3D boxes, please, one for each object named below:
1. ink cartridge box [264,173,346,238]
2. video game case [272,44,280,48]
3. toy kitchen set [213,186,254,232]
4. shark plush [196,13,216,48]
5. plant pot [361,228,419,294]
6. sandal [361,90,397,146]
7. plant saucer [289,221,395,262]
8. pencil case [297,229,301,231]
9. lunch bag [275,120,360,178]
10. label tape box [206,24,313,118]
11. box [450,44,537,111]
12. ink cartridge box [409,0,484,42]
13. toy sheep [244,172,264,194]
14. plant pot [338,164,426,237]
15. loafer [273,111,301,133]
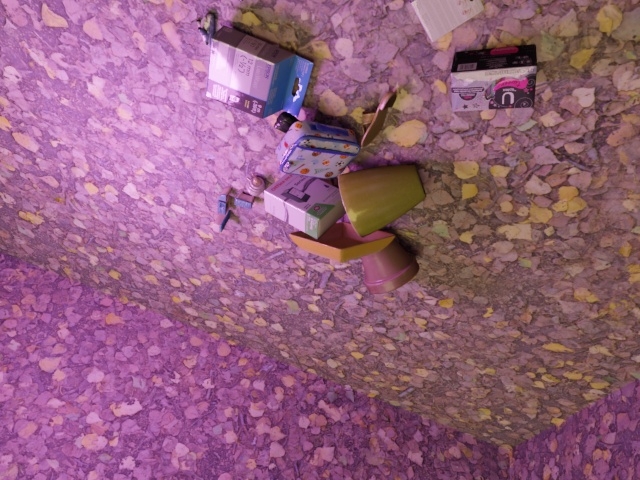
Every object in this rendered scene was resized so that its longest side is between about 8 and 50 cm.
[{"bbox_3d":[-0.063,-0.161,2.087,0.289,0.211,0.121,28,141,23],"label":"ink cartridge box"},{"bbox_3d":[-0.203,-0.643,1.842,0.143,0.019,0.157,4,136,18],"label":"video game case"},{"bbox_3d":[-0.414,-0.131,2.384,0.166,0.122,0.207,18,138,3],"label":"toy kitchen set"},{"bbox_3d":[-0.392,-0.731,1.802,0.067,0.073,0.161,-19,127,-2],"label":"shark plush"},{"bbox_3d":[0.283,0.082,2.266,0.263,0.263,0.229,-20,107,36],"label":"plant pot"},{"bbox_3d":[0.194,-0.465,1.849,0.079,0.088,0.240,47,134,18],"label":"sandal"},{"bbox_3d":[0.090,0.009,2.112,0.333,0.333,0.080,17,113,46],"label":"plant saucer"},{"bbox_3d":[0.000,0.000,2.377,0.237,0.104,0.104,20,138,2],"label":"pencil case"},{"bbox_3d":[-0.012,-0.347,1.911,0.304,0.114,0.243,1,152,-33],"label":"lunch bag"},{"bbox_3d":[-0.228,-0.585,1.813,0.348,0.115,0.249,23,140,0],"label":"label tape box"},{"bbox_3d":[0.547,-0.508,1.578,0.248,0.163,0.142,1,133,21],"label":"box"},{"bbox_3d":[0.386,-0.722,1.526,0.179,0.045,0.145,-29,120,20],"label":"ink cartridge box"},{"bbox_3d":[-0.295,-0.245,2.250,0.091,0.091,0.132,23,152,-2],"label":"toy sheep"},{"bbox_3d":[0.259,-0.185,1.986,0.294,0.274,0.274,-19,126,17],"label":"plant pot"},{"bbox_3d":[-0.084,-0.423,1.940,0.223,0.076,0.078,21,126,-40],"label":"loafer"}]
